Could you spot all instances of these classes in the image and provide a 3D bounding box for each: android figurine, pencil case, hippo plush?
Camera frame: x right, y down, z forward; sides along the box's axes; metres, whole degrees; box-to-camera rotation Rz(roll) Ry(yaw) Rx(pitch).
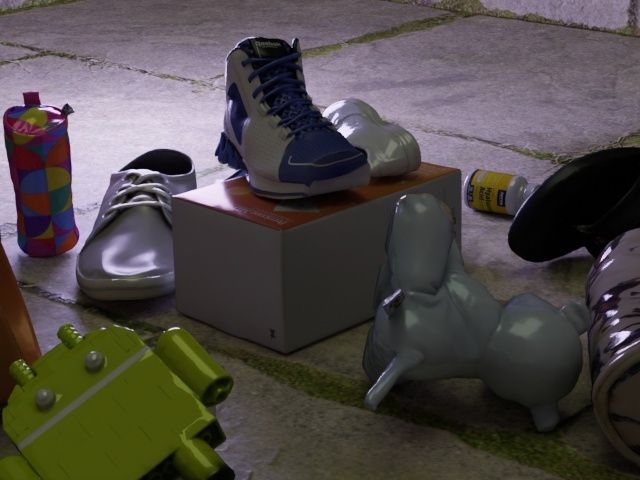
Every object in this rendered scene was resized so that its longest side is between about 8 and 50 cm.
[{"bbox_3d":[-0.211,0.185,1.507,0.248,0.056,0.273,-36,53,-14],"label":"android figurine"},{"bbox_3d":[0.392,0.113,1.698,0.183,0.160,0.410,-11,17,13],"label":"pencil case"},{"bbox_3d":[-0.405,-0.092,2.201,0.104,0.236,0.104,2,34,-1],"label":"pencil case"},{"bbox_3d":[0.181,0.079,1.692,0.236,0.234,0.294,11,1,0],"label":"hippo plush"}]

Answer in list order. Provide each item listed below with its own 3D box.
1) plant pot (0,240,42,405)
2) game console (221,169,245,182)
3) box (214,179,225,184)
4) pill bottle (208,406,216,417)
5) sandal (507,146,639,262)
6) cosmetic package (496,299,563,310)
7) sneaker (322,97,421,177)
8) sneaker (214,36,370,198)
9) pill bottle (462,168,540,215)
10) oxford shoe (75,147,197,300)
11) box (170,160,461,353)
[{"bbox_3d":[-0.456,0.073,1.717,0.203,0.291,0.291,-21,23,-7],"label":"plant pot"},{"bbox_3d":[-0.102,-0.079,2.155,0.085,0.124,0.144,46,58,8],"label":"game console"},{"bbox_3d":[-0.114,-0.036,2.255,0.102,0.087,0.101,0,20,4],"label":"box"},{"bbox_3d":[-0.206,0.177,1.623,0.180,0.108,0.108,13,24,32],"label":"pill bottle"},{"bbox_3d":[0.468,-0.052,2.184,0.445,0.168,0.107,-13,40,-30],"label":"sandal"},{"bbox_3d":[0.239,0.109,1.867,0.115,0.060,0.041,5,20,20],"label":"cosmetic package"},{"bbox_3d":[0.042,-0.134,2.053,0.094,0.080,0.212,-23,28,-23],"label":"sneaker"},{"bbox_3d":[-0.059,-0.170,1.987,0.127,0.182,0.315,-12,21,-24],"label":"sneaker"},{"bbox_3d":[0.288,-0.074,2.376,0.116,0.065,0.065,11,22,31],"label":"pill bottle"},{"bbox_3d":[-0.259,-0.028,2.183,0.169,0.130,0.449,2,21,3],"label":"oxford shoe"},{"bbox_3d":[0.000,0.000,2.025,0.215,0.168,0.345,17,26,42],"label":"box"}]
